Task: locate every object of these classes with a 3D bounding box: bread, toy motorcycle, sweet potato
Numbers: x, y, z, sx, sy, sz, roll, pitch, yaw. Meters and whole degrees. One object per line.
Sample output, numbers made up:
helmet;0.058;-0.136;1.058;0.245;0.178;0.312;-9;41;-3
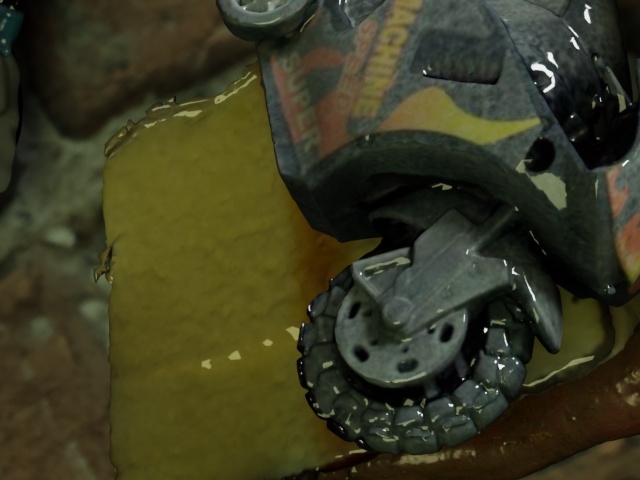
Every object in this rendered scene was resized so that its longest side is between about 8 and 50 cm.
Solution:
bread;0.000;0.000;0.712;0.240;0.135;0.178;-23;91;19
toy motorcycle;0.057;-0.067;0.641;0.173;0.108;0.307;-15;58;10
sweet potato;0.090;0.079;0.741;0.214;0.050;0.050;-23;89;24

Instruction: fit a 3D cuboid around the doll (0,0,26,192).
doll;-0.173;-0.074;0.804;0.096;0.070;0.195;23;104;46
